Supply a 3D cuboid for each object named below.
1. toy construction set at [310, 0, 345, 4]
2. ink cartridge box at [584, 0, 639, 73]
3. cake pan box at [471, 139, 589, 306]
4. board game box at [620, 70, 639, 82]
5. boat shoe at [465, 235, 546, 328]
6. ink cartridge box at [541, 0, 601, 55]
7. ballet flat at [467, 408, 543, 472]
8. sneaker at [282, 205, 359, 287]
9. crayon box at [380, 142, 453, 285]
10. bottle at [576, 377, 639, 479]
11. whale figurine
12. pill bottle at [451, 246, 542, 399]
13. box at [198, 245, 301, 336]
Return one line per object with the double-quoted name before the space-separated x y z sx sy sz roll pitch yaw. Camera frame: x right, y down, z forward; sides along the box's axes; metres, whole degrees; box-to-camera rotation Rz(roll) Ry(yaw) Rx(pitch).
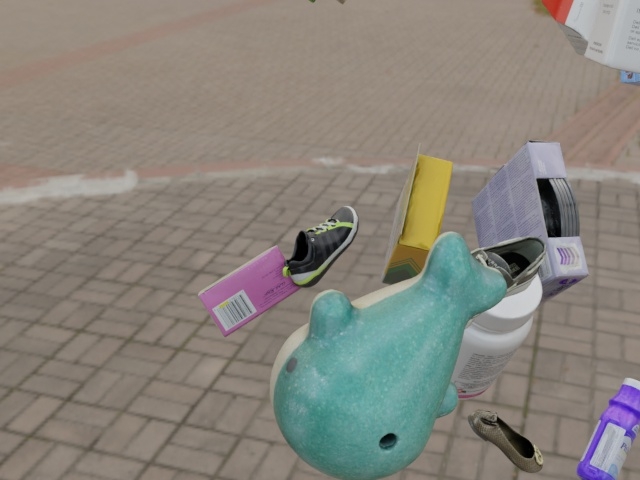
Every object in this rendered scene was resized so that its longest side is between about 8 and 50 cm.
"toy construction set" -0.002 -0.574 1.515 0.309 0.237 0.257 38 14 -12
"ink cartridge box" 0.417 -0.300 0.867 0.198 0.273 0.115 12 18 3
"cake pan box" 0.358 -0.013 1.470 0.070 0.267 0.246 -3 69 -15
"board game box" 0.715 -0.453 1.869 0.039 0.212 0.160 2 5 39
"boat shoe" 0.199 0.044 1.039 0.219 0.070 0.078 -23 61 -38
"ink cartridge box" 0.526 -0.494 1.650 0.066 0.189 0.232 19 -4 33
"ballet flat" 0.426 0.443 1.872 0.250 0.058 0.084 38 25 -25
"sneaker" 0.000 0.000 1.882 0.084 0.097 0.235 7 55 49
"crayon box" 0.202 -0.040 1.757 0.083 0.203 0.323 13 -19 2
"bottle" 0.741 0.485 2.109 0.092 0.118 0.283 21 74 35
"whale figurine" 0.077 0.124 0.830 0.272 0.216 0.141 -45 29 6
"pill bottle" 0.263 0.143 1.423 0.160 0.283 0.160 5 55 -7
"box" -0.172 0.119 2.007 0.213 0.117 0.243 -32 3 -8
